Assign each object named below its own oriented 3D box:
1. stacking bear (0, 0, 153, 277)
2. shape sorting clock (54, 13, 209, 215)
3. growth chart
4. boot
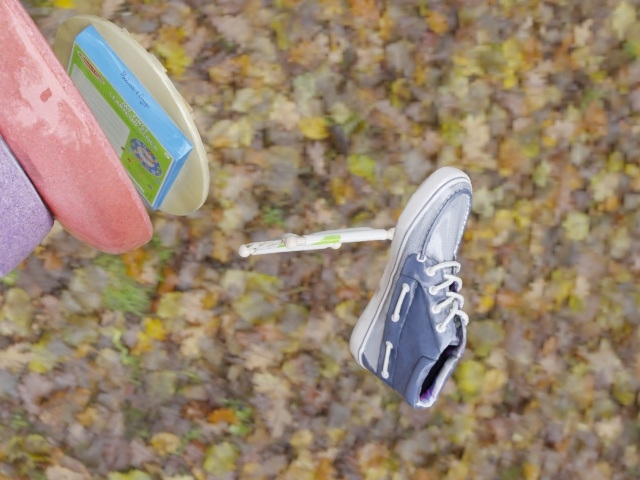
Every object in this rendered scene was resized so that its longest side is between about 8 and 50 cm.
[{"bbox_3d":[-0.238,0.001,0.554,0.289,0.164,0.175,-34,88,-9],"label":"stacking bear"},{"bbox_3d":[-0.171,-0.113,1.208,0.040,0.206,0.206,-38,112,-24],"label":"shape sorting clock"},{"bbox_3d":[0.000,0.000,1.634,0.172,0.237,0.021,-5,88,-21],"label":"growth chart"},{"bbox_3d":[0.096,0.040,1.082,0.069,0.086,0.190,-1,120,-44],"label":"boot"}]
